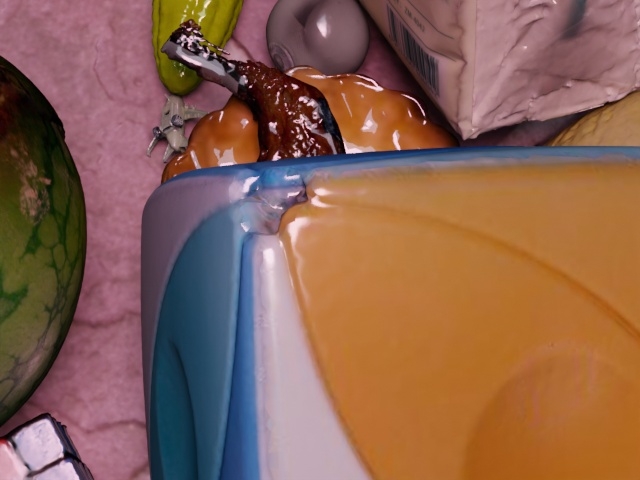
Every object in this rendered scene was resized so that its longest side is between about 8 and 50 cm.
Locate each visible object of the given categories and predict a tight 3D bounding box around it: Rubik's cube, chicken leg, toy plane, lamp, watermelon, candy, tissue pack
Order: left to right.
[{"bbox_3d":[-0.348,0.009,0.776,0.363,0.363,0.364,2,76,-7],"label":"watermelon"},{"bbox_3d":[-0.247,0.249,0.816,0.151,0.154,0.155,-28,81,-13],"label":"Rubik's cube"},{"bbox_3d":[-0.143,-0.116,0.977,0.080,0.033,0.083,-28,52,24],"label":"toy plane"},{"bbox_3d":[-0.122,-0.245,0.992,0.096,0.097,0.210,11,80,-4],"label":"candy"},{"bbox_3d":[-0.042,-0.100,0.883,0.106,0.051,0.253,-33,80,-10],"label":"chicken leg"},{"bbox_3d":[-0.003,-0.202,0.987,0.105,0.105,0.105,2,76,-7],"label":"lamp"},{"bbox_3d":[0.071,0.112,0.690,0.352,0.351,0.348,-5,94,-22],"label":"Rubik's cube"},{"bbox_3d":[0.126,-0.321,0.870,0.207,0.297,0.380,-18,52,-11],"label":"tissue pack"}]

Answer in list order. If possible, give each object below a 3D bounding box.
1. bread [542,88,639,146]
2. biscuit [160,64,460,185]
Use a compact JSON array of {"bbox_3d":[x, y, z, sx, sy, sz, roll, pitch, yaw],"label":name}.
[{"bbox_3d":[0.327,0.007,0.915,0.320,0.237,0.321,1,88,-15],"label":"bread"},{"bbox_3d":[0.000,0.000,0.937,0.325,0.107,0.326,1,79,-7],"label":"biscuit"}]
